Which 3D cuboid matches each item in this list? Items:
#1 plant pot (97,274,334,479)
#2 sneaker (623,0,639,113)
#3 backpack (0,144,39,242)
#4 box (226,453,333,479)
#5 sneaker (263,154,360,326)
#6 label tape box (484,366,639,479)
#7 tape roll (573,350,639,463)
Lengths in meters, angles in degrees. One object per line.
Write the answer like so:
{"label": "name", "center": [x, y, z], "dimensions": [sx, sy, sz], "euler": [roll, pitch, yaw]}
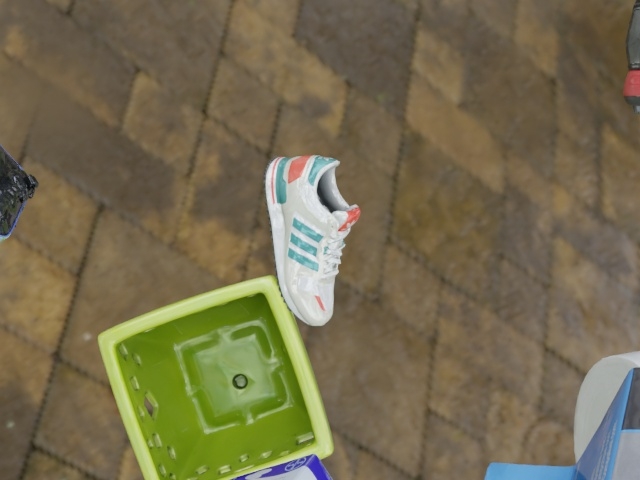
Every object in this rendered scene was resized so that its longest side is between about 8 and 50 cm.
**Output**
{"label": "plant pot", "center": [-0.114, 0.174, 1.908], "dimensions": [0.207, 0.227, 0.228], "euler": [-15, 87, -85]}
{"label": "sneaker", "center": [0.390, -0.216, 1.577], "dimensions": [0.276, 0.097, 0.135], "euler": [-22, 107, -47]}
{"label": "backpack", "center": [-0.300, -0.038, 1.305], "dimensions": [0.105, 0.084, 0.114], "euler": [53, 17, -25]}
{"label": "box", "center": [-0.062, 0.255, 1.324], "dimensions": [0.072, 0.126, 0.137], "euler": [60, 34, -12]}
{"label": "sneaker", "center": [0.000, 0.000, 1.419], "dimensions": [0.057, 0.075, 0.161], "euler": [-24, 106, -60]}
{"label": "label tape box", "center": [0.251, 0.194, 1.049], "dimensions": [0.241, 0.333, 0.106], "euler": [-60, 148, -56]}
{"label": "tape roll", "center": [0.402, 0.265, 1.809], "dimensions": [0.100, 0.286, 0.286], "euler": [-8, 71, -19]}
